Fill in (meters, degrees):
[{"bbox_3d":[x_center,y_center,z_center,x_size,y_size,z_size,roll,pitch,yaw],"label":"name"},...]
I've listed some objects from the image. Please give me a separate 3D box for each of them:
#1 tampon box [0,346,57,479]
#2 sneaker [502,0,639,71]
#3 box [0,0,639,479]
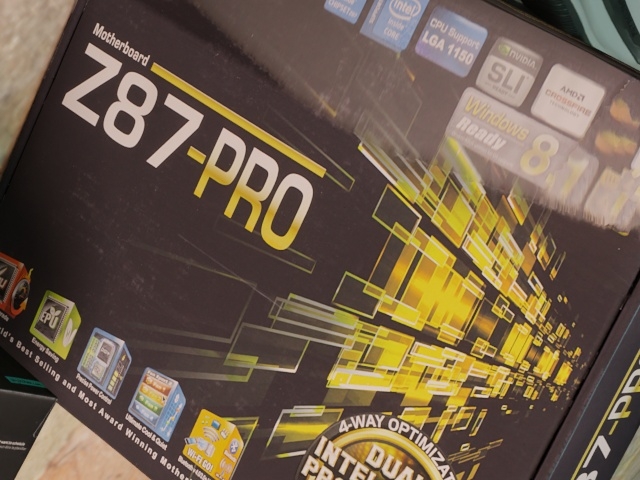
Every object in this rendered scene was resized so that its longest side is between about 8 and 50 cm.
[{"bbox_3d":[-0.244,0.077,0.829,0.120,0.161,0.101,18,104,-55],"label":"tampon box"},{"bbox_3d":[0.223,-0.237,1.153,0.257,0.169,0.447,-57,151,-5],"label":"sneaker"},{"bbox_3d":[0.000,0.000,0.862,0.097,0.395,0.318,9,112,-56],"label":"box"}]
